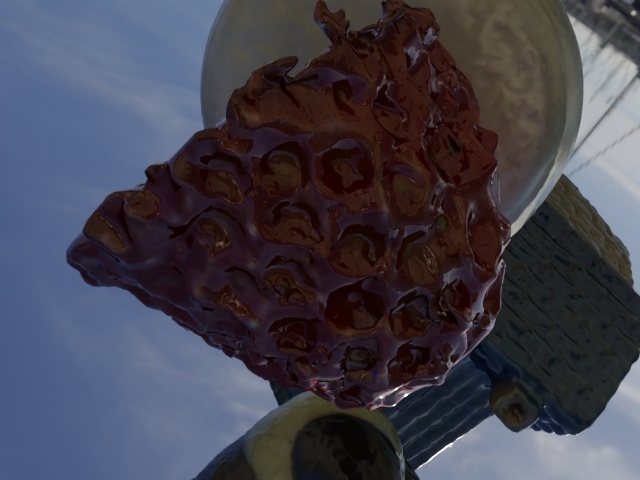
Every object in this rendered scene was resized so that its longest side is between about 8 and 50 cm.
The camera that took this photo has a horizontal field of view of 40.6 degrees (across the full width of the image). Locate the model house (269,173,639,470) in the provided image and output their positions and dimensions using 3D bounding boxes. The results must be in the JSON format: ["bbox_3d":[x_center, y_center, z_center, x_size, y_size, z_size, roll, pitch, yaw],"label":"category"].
[{"bbox_3d":[0.139,0.087,1.133,0.395,0.445,0.400,45,-154,-9],"label":"model house"}]

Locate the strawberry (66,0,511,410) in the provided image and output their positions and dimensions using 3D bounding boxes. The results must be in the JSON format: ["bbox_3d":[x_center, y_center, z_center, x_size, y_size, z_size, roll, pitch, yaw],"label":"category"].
[{"bbox_3d":[0.000,0.000,0.449,0.178,0.234,0.234,56,-159,-4],"label":"strawberry"}]

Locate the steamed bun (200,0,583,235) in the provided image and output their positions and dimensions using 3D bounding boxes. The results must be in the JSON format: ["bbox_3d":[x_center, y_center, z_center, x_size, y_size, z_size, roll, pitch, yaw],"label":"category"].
[{"bbox_3d":[0.055,-0.113,0.669,0.283,0.283,0.177,36,-156,2],"label":"steamed bun"}]

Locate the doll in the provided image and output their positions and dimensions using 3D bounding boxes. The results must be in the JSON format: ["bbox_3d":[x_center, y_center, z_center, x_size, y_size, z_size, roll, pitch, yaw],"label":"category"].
[{"bbox_3d":[-0.033,0.206,0.643,0.135,0.234,0.143,55,178,29],"label":"doll"}]
